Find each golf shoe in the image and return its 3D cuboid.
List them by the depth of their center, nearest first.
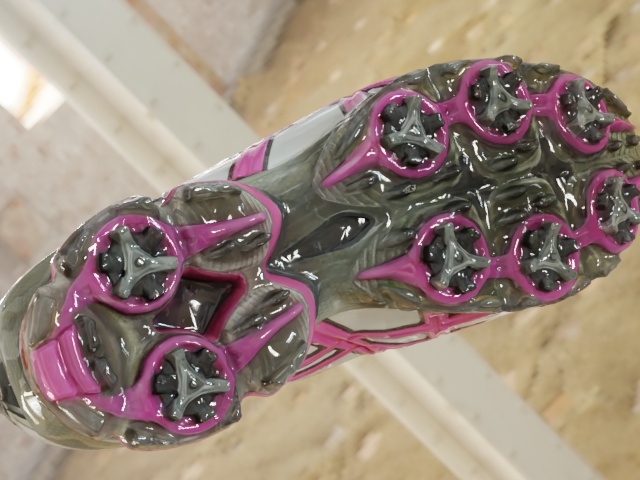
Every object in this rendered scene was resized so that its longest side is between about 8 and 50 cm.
[{"bbox_3d":[0.000,0.000,0.427,0.186,0.067,0.086,-18,-179,-27],"label":"golf shoe"}]
